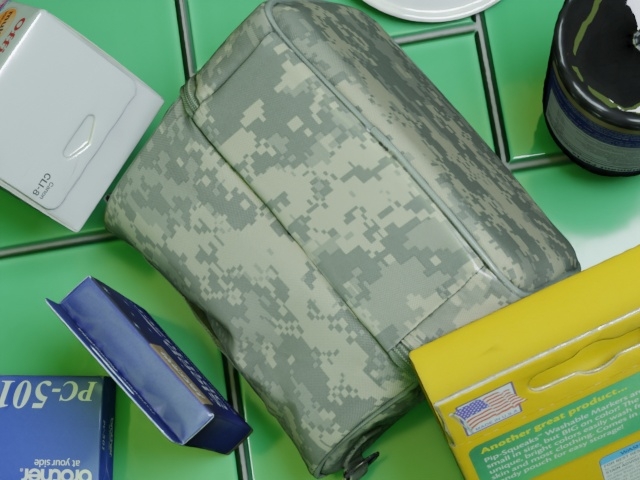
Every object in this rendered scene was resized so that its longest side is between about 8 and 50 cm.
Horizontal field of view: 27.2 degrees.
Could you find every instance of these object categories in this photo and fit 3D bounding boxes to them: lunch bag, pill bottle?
[{"bbox_3d":[0.000,0.000,0.997,0.256,0.212,0.305,-45,78,21],"label":"lunch bag"},{"bbox_3d":[0.228,-0.116,0.985,0.123,0.219,0.122,-1,80,6],"label":"pill bottle"}]

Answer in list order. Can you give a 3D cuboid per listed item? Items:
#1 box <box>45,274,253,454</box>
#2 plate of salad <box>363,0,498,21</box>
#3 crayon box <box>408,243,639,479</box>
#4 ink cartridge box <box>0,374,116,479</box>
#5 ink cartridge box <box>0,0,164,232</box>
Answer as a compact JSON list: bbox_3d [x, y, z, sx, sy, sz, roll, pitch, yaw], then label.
[{"bbox_3d":[-0.121,0.096,0.983,0.036,0.225,0.136,-43,78,-2],"label":"box"},{"bbox_3d":[0.093,-0.282,1.120,0.200,0.048,0.199,0,89,1],"label":"plate of salad"},{"bbox_3d":[0.189,0.118,0.898,0.203,0.323,0.083,-25,50,1],"label":"crayon box"},{"bbox_3d":[-0.274,0.158,1.082,0.207,0.046,0.097,0,81,6],"label":"ink cartridge box"},{"bbox_3d":[-0.236,-0.106,1.042,0.176,0.127,0.128,23,79,54],"label":"ink cartridge box"}]
